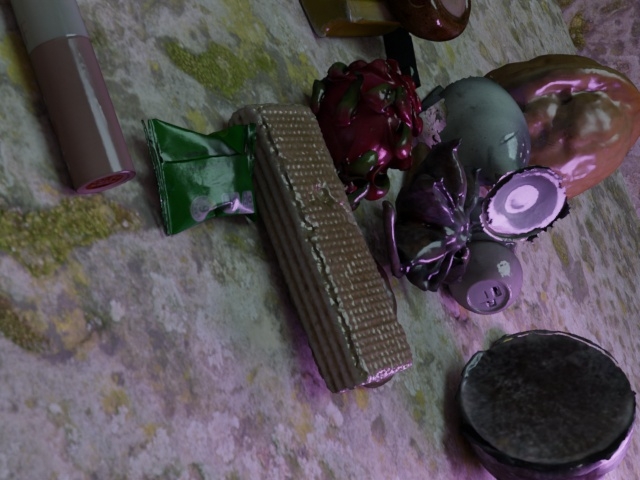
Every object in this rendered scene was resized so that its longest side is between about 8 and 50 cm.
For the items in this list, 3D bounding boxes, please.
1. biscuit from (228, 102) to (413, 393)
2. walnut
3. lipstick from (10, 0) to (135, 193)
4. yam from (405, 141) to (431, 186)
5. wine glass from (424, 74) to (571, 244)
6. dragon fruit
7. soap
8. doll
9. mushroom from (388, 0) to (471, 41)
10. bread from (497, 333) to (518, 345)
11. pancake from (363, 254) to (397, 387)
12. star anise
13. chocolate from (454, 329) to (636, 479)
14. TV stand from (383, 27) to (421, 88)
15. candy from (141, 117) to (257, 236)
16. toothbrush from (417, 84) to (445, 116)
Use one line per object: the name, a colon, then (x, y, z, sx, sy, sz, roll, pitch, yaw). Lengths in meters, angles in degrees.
biscuit: (0.000, 0.000, 1.306, 0.144, 0.078, 0.425, -10, 75, -50)
walnut: (0.505, -0.257, 2.067, 0.384, 0.384, 0.383, 38, 40, -41)
lipstick: (-0.278, -0.181, 1.022, 0.070, 0.070, 0.254, -11, 80, -60)
yam: (0.184, -0.098, 1.750, 0.057, 0.057, 0.241, 47, 37, -32)
wine glass: (0.336, -0.168, 1.790, 0.190, 0.190, 0.357, 39, 19, -40)
dragon fruit: (0.077, -0.167, 1.490, 0.198, 0.218, 0.272, -2, 73, -20)
soap: (0.058, -0.490, 1.776, 0.315, 0.091, 0.199, -26, 93, -62)
doll: (0.313, 0.016, 1.807, 0.151, 0.151, 0.287, 49, 27, -30)
mushroom: (0.207, -0.489, 1.813, 0.194, 0.138, 0.231, 57, 39, -43)
bread: (0.403, 0.297, 1.851, 0.228, 0.034, 0.228, 39, 40, -43)
pancake: (0.064, 0.109, 1.413, 0.222, 0.042, 0.236, 58, 30, -12)
star anise: (0.177, -0.038, 1.554, 0.359, 0.139, 0.315, 72, 34, -46)
chocolate: (0.388, 0.330, 1.603, 0.303, 0.303, 0.213, -77, 161, -46)
TV stand: (0.162, -0.427, 1.944, 0.040, 0.049, 0.256, 26, 49, -48)
candy: (-0.141, -0.088, 1.182, 0.203, 0.078, 0.141, -11, 80, -55)
toothbrush: (0.225, -0.292, 1.974, 0.030, 0.031, 0.297, 56, 29, -6)
